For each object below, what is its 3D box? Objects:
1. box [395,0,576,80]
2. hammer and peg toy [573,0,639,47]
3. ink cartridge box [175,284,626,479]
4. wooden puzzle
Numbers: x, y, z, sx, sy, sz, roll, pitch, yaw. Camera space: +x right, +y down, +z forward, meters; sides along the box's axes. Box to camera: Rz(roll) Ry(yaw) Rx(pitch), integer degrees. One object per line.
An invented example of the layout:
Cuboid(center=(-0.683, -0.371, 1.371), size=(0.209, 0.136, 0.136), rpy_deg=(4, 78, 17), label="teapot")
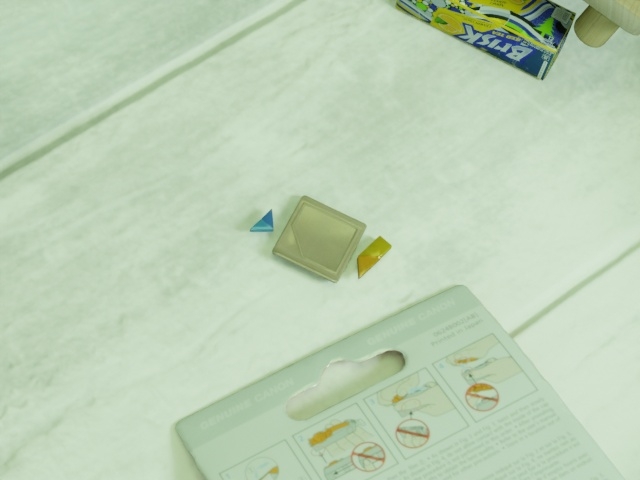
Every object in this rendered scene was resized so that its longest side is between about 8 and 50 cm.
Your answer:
Cuboid(center=(0.162, -0.228, 1.483), size=(0.169, 0.059, 0.054), rpy_deg=(28, 66, 7), label="box")
Cuboid(center=(0.254, -0.373, 1.489), size=(0.266, 0.127, 0.361), rpy_deg=(34, 46, -5), label="hammer and peg toy")
Cuboid(center=(0.096, 0.248, 1.261), size=(0.308, 0.091, 0.385), rpy_deg=(-25, 53, -16), label="ink cartridge box")
Cuboid(center=(0.000, 0.000, 1.385), size=(0.116, 0.014, 0.078), rpy_deg=(32, 61, 9), label="wooden puzzle")
